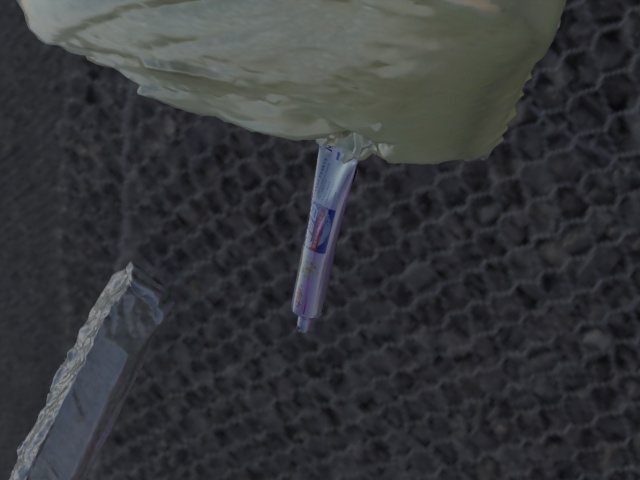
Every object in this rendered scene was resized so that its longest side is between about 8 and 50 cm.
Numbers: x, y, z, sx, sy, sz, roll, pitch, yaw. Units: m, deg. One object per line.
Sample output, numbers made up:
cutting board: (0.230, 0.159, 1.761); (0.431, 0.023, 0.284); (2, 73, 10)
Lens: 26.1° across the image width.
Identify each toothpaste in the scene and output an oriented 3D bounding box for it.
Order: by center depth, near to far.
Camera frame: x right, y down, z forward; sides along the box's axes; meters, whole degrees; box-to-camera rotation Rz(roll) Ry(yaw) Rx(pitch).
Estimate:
toothpaste: (0.000, 0.000, 1.161); (0.045, 0.028, 0.170); (30, 118, 38)

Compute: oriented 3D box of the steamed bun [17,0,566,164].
steamed bun: (-0.022, -0.190, 0.646); (0.273, 0.272, 0.290); (115, 152, -74)

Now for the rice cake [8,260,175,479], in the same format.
rice cake: (-0.179, 0.142, 0.974); (0.055, 0.270, 0.049); (26, 176, -25)
